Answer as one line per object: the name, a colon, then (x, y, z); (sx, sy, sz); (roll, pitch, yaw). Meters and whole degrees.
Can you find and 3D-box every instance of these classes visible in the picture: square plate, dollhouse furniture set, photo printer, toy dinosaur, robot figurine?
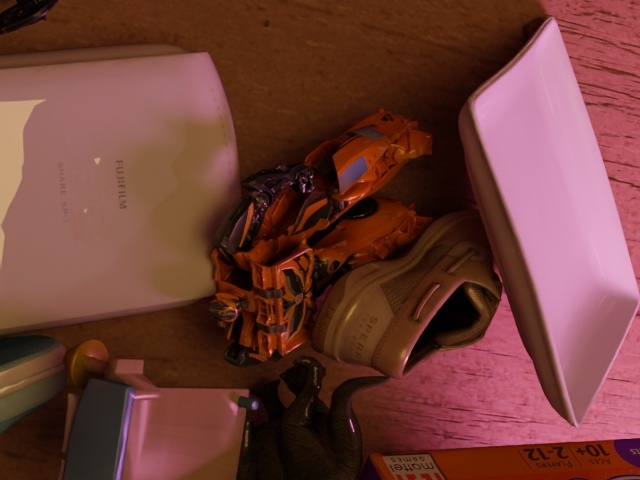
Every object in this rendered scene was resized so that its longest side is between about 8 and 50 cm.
square plate: (0.235, -0.027, 1.880); (0.344, 0.049, 0.347); (-46, 120, -62)
dollhouse furniture set: (-0.170, 0.235, 1.661); (0.286, 0.198, 0.303); (4, 95, -54)
photo printer: (-0.218, -0.050, 1.688); (0.307, 0.107, 0.256); (-7, 97, -28)
toy dinosaur: (-0.022, 0.204, 1.759); (0.121, 0.313, 0.160); (-6, 73, -57)
robot figurine: (0.000, 0.000, 1.760); (0.291, 0.085, 0.211); (-41, 139, -40)

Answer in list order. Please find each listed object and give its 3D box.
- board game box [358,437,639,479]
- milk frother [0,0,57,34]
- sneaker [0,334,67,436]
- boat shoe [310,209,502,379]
board game box: (0.213, 0.441, 1.739); (0.356, 0.356, 0.357); (0, 127, -28)
milk frother: (-0.293, -0.260, 1.614); (0.134, 0.143, 0.129); (39, 82, -27)
sneaker: (-0.344, 0.226, 1.623); (0.319, 0.127, 0.208); (-25, 105, -10)
boat shoe: (0.121, 0.063, 1.809); (0.341, 0.110, 0.122); (-27, 139, -53)
